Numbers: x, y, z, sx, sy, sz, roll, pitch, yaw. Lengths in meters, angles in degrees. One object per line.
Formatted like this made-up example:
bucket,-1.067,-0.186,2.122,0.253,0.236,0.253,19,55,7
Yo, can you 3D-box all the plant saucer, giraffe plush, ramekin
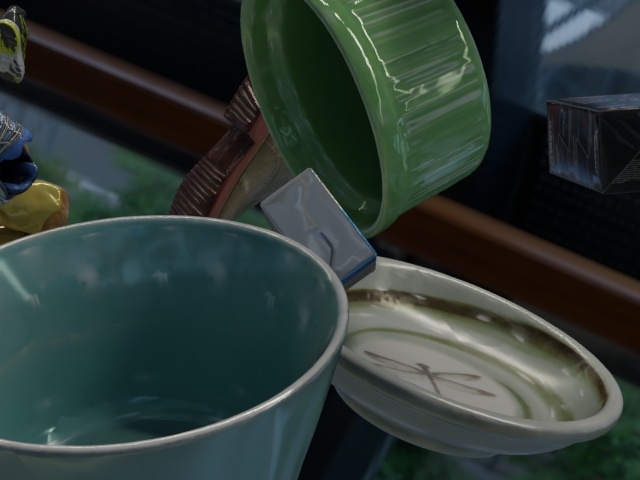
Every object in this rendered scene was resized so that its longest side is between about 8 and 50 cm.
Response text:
plant saucer,0.127,0.142,1.773,0.400,0.100,0.400,18,17,-6
giraffe plush,-0.383,-0.016,1.636,0.210,0.181,0.170,36,38,-11
ramekin,0.051,-0.168,1.739,0.148,0.303,0.303,-25,26,-19

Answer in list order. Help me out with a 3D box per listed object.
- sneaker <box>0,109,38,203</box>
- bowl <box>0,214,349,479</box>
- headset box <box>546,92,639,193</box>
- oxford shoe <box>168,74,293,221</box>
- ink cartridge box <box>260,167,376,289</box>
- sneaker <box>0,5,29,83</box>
sneaker,-0.221,-0.042,1.084,0.058,0.052,0.135,26,-30,-2
bowl,-0.131,0.122,1.124,0.312,0.163,0.311,-3,26,1
headset box,0.432,-0.135,2.145,0.218,0.110,0.293,-4,8,-5
oxford shoe,-0.104,-0.076,2.269,0.130,0.348,0.123,25,16,-33
ink cartridge box,0.000,0.000,1.567,0.104,0.061,0.181,53,-3,6
sneaker,-0.260,-0.166,1.380,0.031,0.035,0.083,23,-33,1
